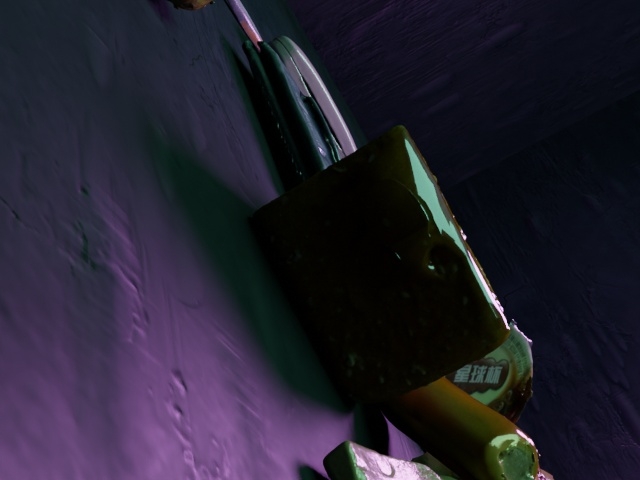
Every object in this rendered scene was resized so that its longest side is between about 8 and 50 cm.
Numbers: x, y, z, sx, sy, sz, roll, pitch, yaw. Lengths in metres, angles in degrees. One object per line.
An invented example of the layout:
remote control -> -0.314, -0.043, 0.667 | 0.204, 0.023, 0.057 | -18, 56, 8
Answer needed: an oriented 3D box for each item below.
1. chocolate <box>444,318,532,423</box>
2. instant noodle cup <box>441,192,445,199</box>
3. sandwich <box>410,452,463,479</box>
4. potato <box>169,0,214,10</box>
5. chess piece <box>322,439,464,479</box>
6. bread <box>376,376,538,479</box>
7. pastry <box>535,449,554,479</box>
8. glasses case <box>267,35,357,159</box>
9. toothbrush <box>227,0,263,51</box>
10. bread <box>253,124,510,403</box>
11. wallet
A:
chocolate -> 0.183, 0.191, 1.091 | 0.221, 0.221, 0.147 | 58, -15, -23
instant noodle cup -> 0.090, 0.032, 0.930 | 0.215, 0.172, 0.215 | 60, 13, -24
sandwich -> 0.165, 0.319, 0.844 | 0.163, 0.079, 0.113 | 63, 11, -5
potato -> -0.181, -0.352, 0.823 | 0.225, 0.090, 0.117 | 60, 10, -22
chess piece -> 0.070, 0.223, 0.629 | 0.200, 0.090, 0.090 | 40, 23, -49
bread -> 0.135, 0.190, 0.801 | 0.092, 0.074, 0.239 | 60, -15, -22
pastry -> 0.367, 0.461, 1.379 | 0.235, 0.121, 0.257 | 62, 10, -7
glasses case -> -0.011, -0.230, 1.391 | 0.296, 0.075, 0.113 | 59, -8, -15
toothbrush -> -0.179, -0.460, 1.320 | 0.028, 0.037, 0.375 | -103, 166, -46
bread -> 0.062, 0.030, 0.769 | 0.234, 0.184, 0.110 | 61, 13, -2
wallet -> -0.008, -0.129, 1.167 | 0.342, 0.075, 0.237 | 67, 5, 34
